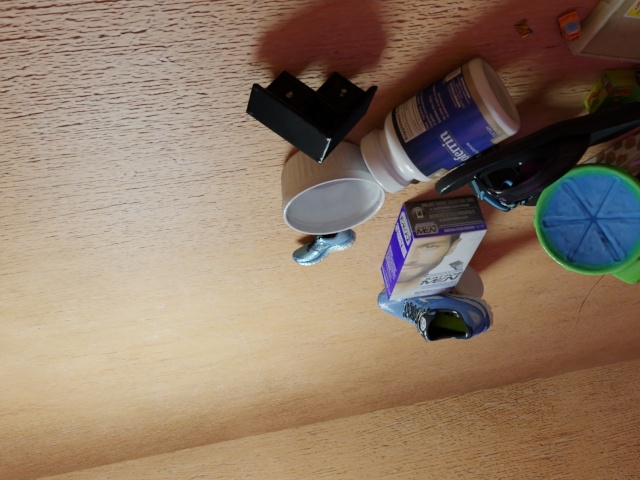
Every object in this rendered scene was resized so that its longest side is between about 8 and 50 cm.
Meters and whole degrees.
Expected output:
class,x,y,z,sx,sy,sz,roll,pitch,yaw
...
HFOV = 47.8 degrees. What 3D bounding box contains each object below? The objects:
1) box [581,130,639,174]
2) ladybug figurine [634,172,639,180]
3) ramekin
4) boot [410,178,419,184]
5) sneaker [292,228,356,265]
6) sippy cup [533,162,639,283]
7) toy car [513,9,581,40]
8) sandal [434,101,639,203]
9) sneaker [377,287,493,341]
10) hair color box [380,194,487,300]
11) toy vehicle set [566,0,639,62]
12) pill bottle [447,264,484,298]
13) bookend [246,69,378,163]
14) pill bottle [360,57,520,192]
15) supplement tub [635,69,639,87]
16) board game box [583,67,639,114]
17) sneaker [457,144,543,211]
class,x,y,z,sx,sy,sz,roll,pitch,yaw
box,0.655,-0.159,1.680,0.324,0.063,0.067,-33,146,31
ladybug figurine,0.841,-0.124,1.670,0.449,0.162,0.305,-39,171,37
ramekin,0.018,-0.110,1.443,0.207,0.109,0.207,-10,152,-5
boot,0.195,-0.157,1.517,0.106,0.037,0.114,7,151,-30
sneaker,0.000,0.000,1.710,0.162,0.063,0.073,-27,132,16
sippy cup,0.600,-0.067,1.555,0.240,0.305,0.224,4,-164,27
toy car,0.393,-0.352,1.235,0.122,0.040,0.060,-14,152,0
sandal,0.434,-0.151,1.363,0.445,0.107,0.167,-19,171,-11
sneaker,0.292,0.191,1.962,0.330,0.130,0.147,10,-157,35
hair color box,0.274,0.027,1.811,0.185,0.110,0.339,-7,150,-9
toy vehicle set,0.563,-0.408,1.210,0.166,0.035,0.267,0,149,-24
pill bottle,0.354,0.165,2.083,0.121,0.121,0.221,9,145,-36
bookend,-0.013,-0.236,1.215,0.157,0.156,0.072,-50,172,-34
pill bottle,0.213,-0.201,1.316,0.264,0.153,0.153,-29,148,28
supplement tub,0.686,-0.329,1.320,0.198,0.106,0.106,-30,148,17
board game box,0.630,-0.297,1.438,0.181,0.043,0.092,-6,151,-15
sneaker,0.406,-0.114,1.574,0.341,0.140,0.125,15,140,-44
